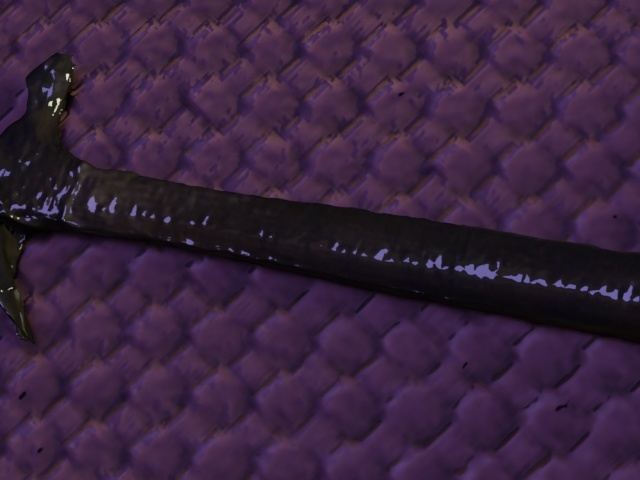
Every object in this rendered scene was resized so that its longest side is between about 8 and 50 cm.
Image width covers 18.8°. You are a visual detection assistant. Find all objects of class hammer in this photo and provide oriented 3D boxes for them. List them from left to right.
[{"bbox_3d":[0.000,-0.001,0.735,0.297,0.027,0.125,9,70,19],"label":"hammer"}]
